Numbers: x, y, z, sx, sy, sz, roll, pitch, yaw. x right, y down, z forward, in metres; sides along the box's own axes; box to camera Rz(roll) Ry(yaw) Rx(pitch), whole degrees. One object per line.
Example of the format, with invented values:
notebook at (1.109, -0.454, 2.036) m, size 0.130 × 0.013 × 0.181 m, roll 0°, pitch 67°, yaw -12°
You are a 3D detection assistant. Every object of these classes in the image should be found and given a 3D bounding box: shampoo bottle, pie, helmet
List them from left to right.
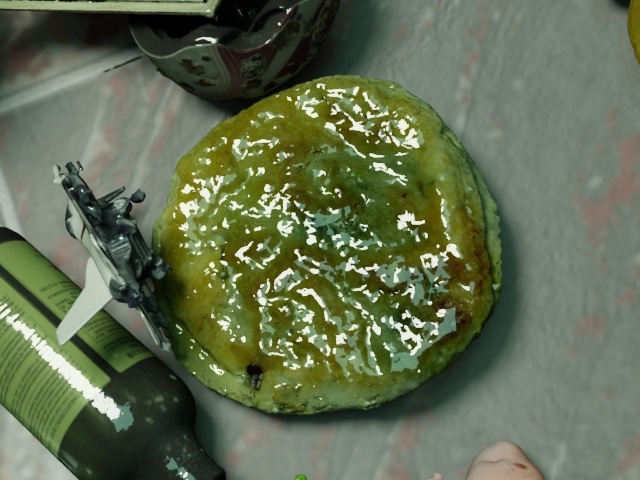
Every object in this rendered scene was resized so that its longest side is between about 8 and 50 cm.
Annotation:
shampoo bottle at (-0.167, 0.109, 0.774) m, size 0.284 × 0.101 × 0.101 m, roll 39°, pitch 78°, yaw 16°
helmet at (-0.060, -0.176, 0.860) m, size 0.177 × 0.107 × 0.153 m, roll -29°, pitch 47°, yaw -11°
pie at (0.000, 0.000, 0.811) m, size 0.277 × 0.078 × 0.277 m, roll -2°, pitch 69°, yaw 5°

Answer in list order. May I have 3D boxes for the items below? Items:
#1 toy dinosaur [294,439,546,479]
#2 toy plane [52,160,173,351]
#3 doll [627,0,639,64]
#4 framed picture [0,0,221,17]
toy dinosaur at (0.072, 0.227, 0.711) m, size 0.177 × 0.152 × 0.194 m, roll -3°, pitch 30°, yaw 4°
toy plane at (-0.152, -0.003, 0.779) m, size 0.082 × 0.160 × 0.234 m, roll -25°, pitch 30°, yaw 3°
doll at (0.295, -0.235, 0.861) m, size 0.137 × 0.097 × 0.209 m, roll -1°, pitch 76°, yaw -2°
framed picture at (-0.142, -0.280, 0.889) m, size 0.217 × 0.017 × 0.274 m, roll 4°, pitch 52°, yaw 19°
